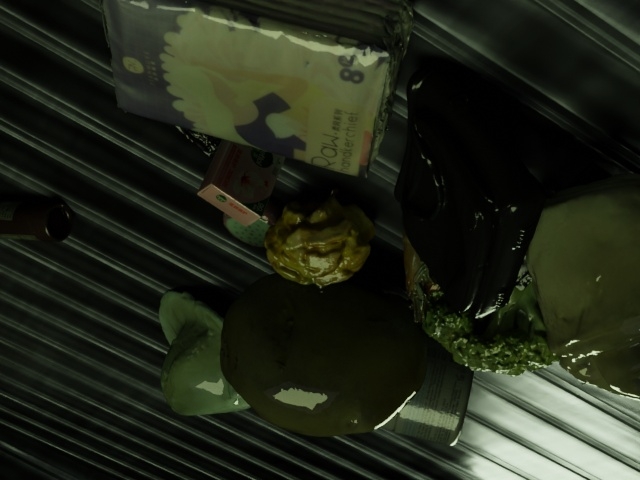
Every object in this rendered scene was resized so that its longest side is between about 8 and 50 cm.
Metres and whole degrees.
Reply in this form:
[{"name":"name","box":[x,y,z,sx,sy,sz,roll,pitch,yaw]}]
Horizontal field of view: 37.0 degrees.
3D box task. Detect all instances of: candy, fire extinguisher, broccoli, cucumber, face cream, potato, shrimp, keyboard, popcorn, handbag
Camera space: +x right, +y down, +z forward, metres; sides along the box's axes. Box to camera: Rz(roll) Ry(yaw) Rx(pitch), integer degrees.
[{"name":"candy","box":[-0.103,-0.032,1.517,0.103,0.043,0.103,15,147,11]},{"name":"fire extinguisher","box":[-0.565,-0.030,1.720,0.231,0.099,0.071,2,123,24]},{"name":"broccoli","box":[0.292,0.102,1.373,0.254,0.186,0.302,31,153,-3]},{"name":"cucumber","box":[-0.204,-0.182,1.352,0.163,0.043,0.039,43,-177,-29]},{"name":"face cream","box":[0.183,0.258,1.676,0.153,0.177,0.177,14,148,6]},{"name":"potato","box":[0.002,0.179,1.487,0.327,0.243,0.221,14,152,3]},{"name":"shrimp","box":[0.160,0.034,1.385,0.099,0.180,0.041,14,-168,34]},{"name":"keyboard","box":[0.306,-0.017,1.247,0.060,0.018,0.195,37,111,-12]},{"name":"popcorn","box":[0.000,0.000,1.428,0.167,0.152,0.148,-4,-177,-5]},{"name":"handbag","box":[0.168,-0.053,1.189,0.088,0.244,0.275,-23,150,-12]}]

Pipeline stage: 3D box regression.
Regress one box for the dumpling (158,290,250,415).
[{"name":"dumpling","box":[-0.214,0.243,1.843,0.321,0.211,0.270,-26,124,36]}]

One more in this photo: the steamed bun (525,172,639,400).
[{"name":"steamed bun","box":[0.433,0.073,1.136,0.339,0.247,0.352,-15,124,13]}]

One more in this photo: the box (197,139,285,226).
[{"name":"box","box":[-0.109,-0.095,1.347,0.089,0.125,0.043,33,145,-23]}]

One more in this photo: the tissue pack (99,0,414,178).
[{"name":"tissue pack","box":[-0.076,-0.217,1.142,0.344,0.125,0.242,17,148,5]}]
